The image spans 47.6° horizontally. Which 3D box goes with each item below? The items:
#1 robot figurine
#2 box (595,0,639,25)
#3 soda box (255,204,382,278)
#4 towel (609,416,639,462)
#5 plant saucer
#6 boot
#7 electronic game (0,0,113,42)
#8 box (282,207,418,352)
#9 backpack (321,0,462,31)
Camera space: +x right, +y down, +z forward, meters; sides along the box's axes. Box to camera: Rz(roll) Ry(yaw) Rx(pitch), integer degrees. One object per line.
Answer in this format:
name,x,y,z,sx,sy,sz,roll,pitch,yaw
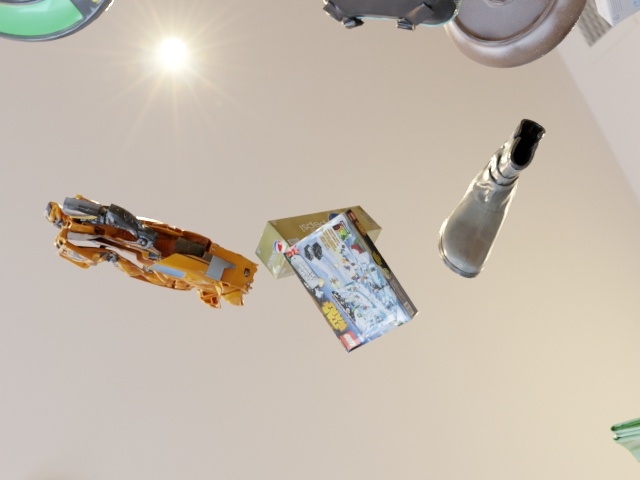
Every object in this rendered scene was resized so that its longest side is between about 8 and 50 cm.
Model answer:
robot figurine,-0.246,0.018,1.026,0.291,0.211,0.085,20,-106,-21
box,0.384,-0.344,0.796,0.186,0.145,0.038,-32,-133,11
soda box,0.000,0.000,1.039,0.181,0.061,0.058,-11,-132,-41
towel,0.350,0.170,0.650,0.113,0.152,0.023,39,-144,-43
plant saucer,0.349,-0.485,1.365,0.050,0.310,0.310,-7,-109,-51
boot,0.262,-0.073,1.104,0.083,0.161,0.246,27,-127,3
electronic game,-0.251,-0.261,0.549,0.229,0.229,0.048,27,-140,-6
box,0.032,0.046,0.801,0.137,0.094,0.027,57,-150,-1
backpack,0.079,-0.329,0.743,0.166,0.144,0.188,11,-117,31
